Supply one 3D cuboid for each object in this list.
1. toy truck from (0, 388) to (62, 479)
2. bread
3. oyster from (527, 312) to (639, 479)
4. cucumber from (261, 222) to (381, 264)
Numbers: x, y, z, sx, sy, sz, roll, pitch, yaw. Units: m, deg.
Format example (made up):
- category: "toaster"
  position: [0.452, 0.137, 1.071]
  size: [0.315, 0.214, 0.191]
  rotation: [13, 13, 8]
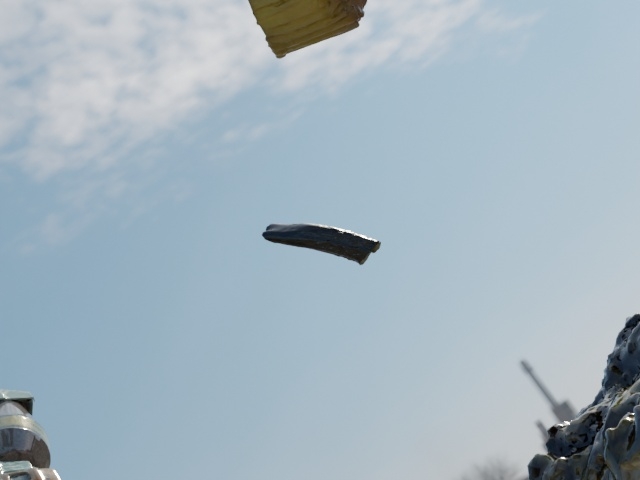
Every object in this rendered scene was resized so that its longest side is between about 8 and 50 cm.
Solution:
- category: "toy truck"
  position: [-0.311, 0.225, 1.058]
  size: [0.140, 0.256, 0.108]
  rotation: [-6, -65, -32]
- category: "bread"
  position: [-0.033, -0.335, 1.261]
  size: [0.133, 0.250, 0.179]
  rotation: [-18, -40, 3]
- category: "oyster"
  position: [0.167, 0.117, 0.514]
  size: [0.083, 0.223, 0.214]
  rotation: [5, -34, -18]
- category: "cucumber"
  position: [0.000, -0.002, 1.199]
  size: [0.033, 0.134, 0.034]
  rotation: [-31, -48, -64]
